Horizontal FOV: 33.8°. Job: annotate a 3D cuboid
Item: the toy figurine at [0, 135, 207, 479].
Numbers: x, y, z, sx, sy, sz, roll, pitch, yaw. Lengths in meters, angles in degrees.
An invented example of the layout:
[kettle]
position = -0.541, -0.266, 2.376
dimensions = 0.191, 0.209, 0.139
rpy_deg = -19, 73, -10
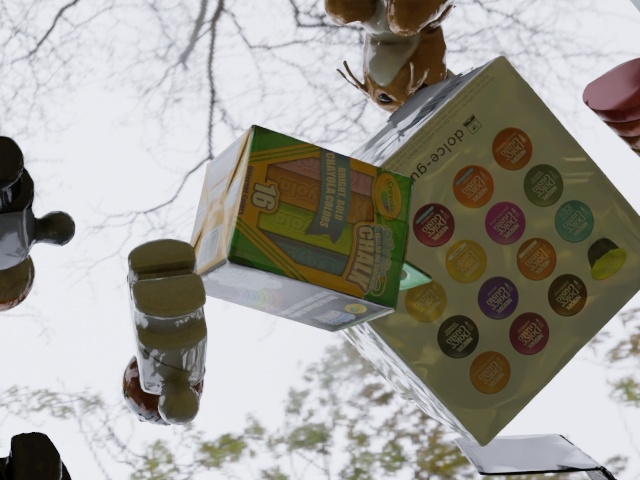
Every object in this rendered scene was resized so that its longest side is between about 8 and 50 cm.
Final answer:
[toy figurine]
position = -0.173, 0.072, 0.564
dimensions = 0.213, 0.148, 0.209
rpy_deg = 27, -128, 12

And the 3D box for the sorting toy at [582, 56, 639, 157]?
[sorting toy]
position = 0.461, -0.112, 1.218
dimensions = 0.127, 0.365, 0.126
rpy_deg = -36, -59, -14

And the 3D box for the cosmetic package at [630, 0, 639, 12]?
[cosmetic package]
position = 0.449, -0.470, 1.237
dimensions = 0.217, 0.385, 0.156
rpy_deg = -31, -111, -8

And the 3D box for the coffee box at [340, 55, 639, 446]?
[coffee box]
position = 0.169, 0.011, 1.379
dimensions = 0.337, 0.338, 0.334
rpy_deg = -43, -82, -8

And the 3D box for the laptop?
[laptop]
position = 0.334, 0.357, 1.453
dimensions = 0.136, 0.234, 0.264
rpy_deg = -39, -88, 0

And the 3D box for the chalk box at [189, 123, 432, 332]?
[chalk box]
position = 0.000, 0.000, 0.972
dimensions = 0.213, 0.132, 0.132
rpy_deg = 17, -111, -22

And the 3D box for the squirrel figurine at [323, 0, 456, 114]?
[squirrel figurine]
position = 0.152, -0.407, 1.737
dimensions = 0.397, 0.281, 0.370
rpy_deg = -57, -39, -56
